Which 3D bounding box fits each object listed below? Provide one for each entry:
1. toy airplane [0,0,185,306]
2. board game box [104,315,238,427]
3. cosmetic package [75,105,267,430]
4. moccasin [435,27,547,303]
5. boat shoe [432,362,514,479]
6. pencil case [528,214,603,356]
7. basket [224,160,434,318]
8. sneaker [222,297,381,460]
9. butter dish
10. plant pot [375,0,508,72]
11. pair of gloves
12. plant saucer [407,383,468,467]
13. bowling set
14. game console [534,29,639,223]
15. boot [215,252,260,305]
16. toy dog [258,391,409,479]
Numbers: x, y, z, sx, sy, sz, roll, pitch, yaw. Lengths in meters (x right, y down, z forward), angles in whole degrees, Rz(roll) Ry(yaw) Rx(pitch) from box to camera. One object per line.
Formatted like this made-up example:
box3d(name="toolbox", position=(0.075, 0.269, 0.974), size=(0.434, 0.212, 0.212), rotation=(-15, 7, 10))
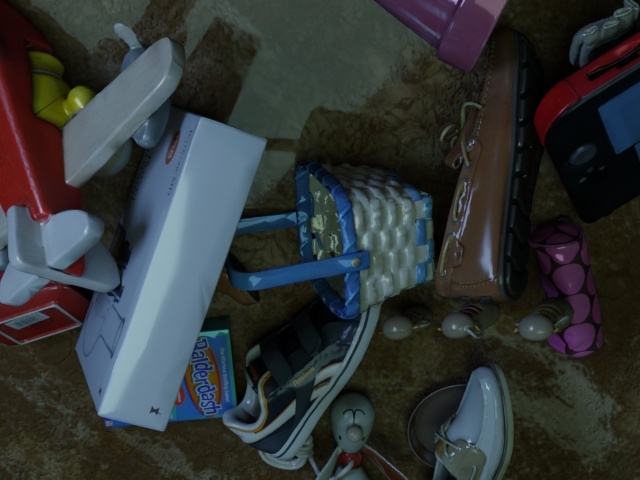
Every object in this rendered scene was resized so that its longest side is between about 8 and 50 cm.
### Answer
box3d(name="toy airplane", position=(-0.337, -0.104, 1.341), size=(0.386, 0.272, 0.384), rotation=(18, 103, 31))
box3d(name="board game box", position=(-0.239, 0.205, 1.619), size=(0.210, 0.047, 0.160), rotation=(-5, 114, -3))
box3d(name="cosmetic package", position=(-0.205, 0.018, 1.352), size=(0.097, 0.284, 0.377), rotation=(18, 94, -23))
box3d(name="moccasin", position=(0.225, -0.104, 1.420), size=(0.147, 0.139, 0.379), rotation=(5, 87, 31))
box3d(name="boat shoe", position=(0.233, 0.332, 1.643), size=(0.103, 0.113, 0.302), rotation=(-2, 115, -10))
box3d(name="pencil case", position=(0.370, 0.073, 1.584), size=(0.095, 0.098, 0.209), rotation=(-35, 121, -38))
box3d(name="basket", position=(0.000, 0.000, 1.434), size=(0.289, 0.255, 0.201), rotation=(-5, 109, -13))
box3d(name="sneaker", position=(-0.032, 0.184, 1.569), size=(0.127, 0.126, 0.321), rotation=(26, 103, -21))
box3d(name="butter dish", position=(-0.422, 0.072, 1.517), size=(0.160, 0.118, 0.160), rotation=(-18, 158, 5))
box3d(name="plant pot", position=(0.158, -0.341, 1.337), size=(0.180, 0.201, 0.201), rotation=(26, 110, 2))
box3d(name="pair of gloves", position=(0.449, -0.285, 1.396), size=(0.240, 0.204, 0.042), rotation=(-23, 69, 11))
box3d(name="plant saucer", position=(0.225, 0.302, 1.706), size=(0.169, 0.029, 0.168), rotation=(-1, 113, -3))
box3d(name="bowling set", position=(0.212, 0.048, 1.506), size=(0.287, 0.154, 0.199), rotation=(-8, 93, 27))
box3d(name="game console", position=(0.489, -0.188, 1.402), size=(0.387, 0.060, 0.342), rotation=(-32, 145, 10))
box3d(name="boot", position=(-0.202, 0.066, 1.547), size=(0.197, 0.073, 0.152), rotation=(42, 101, -5))
box3d(name="toy dog", position=(0.049, 0.428, 1.677), size=(0.220, 0.161, 0.333), rotation=(-22, 114, 6))
